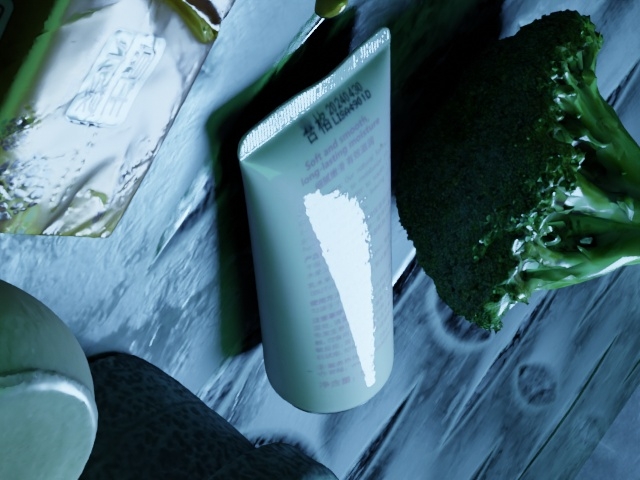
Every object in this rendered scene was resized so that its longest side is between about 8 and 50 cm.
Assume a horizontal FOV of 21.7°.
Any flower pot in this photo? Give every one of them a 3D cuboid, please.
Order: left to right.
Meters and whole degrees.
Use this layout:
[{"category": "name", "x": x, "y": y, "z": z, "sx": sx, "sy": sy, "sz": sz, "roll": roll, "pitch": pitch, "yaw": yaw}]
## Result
[{"category": "flower pot", "x": -0.116, "y": 0.274, "z": 1.319, "sx": 0.299, "sy": 0.283, "sz": 0.299, "roll": -44, "pitch": 154, "yaw": -28}]

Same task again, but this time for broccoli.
[{"category": "broccoli", "x": 0.210, "y": -0.059, "z": 1.559, "sx": 0.308, "sy": 0.275, "sz": 0.308, "roll": 8, "pitch": 90, "yaw": -78}]

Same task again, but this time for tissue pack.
[{"category": "tissue pack", "x": -0.147, "y": -0.117, "z": 0.982, "sx": 0.226, "sy": 0.092, "sz": 0.183, "roll": -59, "pitch": 158, "yaw": 13}]

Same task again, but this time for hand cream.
[{"category": "hand cream", "x": 0.000, "y": 0.000, "z": 1.430, "sx": 0.185, "sy": 0.118, "sz": 0.359, "roll": -38, "pitch": 144, "yaw": -31}]

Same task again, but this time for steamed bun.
[{"category": "steamed bun", "x": -0.255, "y": 0.107, "z": 0.995, "sx": 0.232, "sy": 0.145, "sz": 0.232, "roll": -30, "pitch": 150, "yaw": -20}]

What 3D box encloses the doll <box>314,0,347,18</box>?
[{"category": "doll", "x": 0.052, "y": -0.233, "z": 1.237, "sx": 0.179, "sy": 0.102, "sz": 0.089, "roll": -45, "pitch": -162, "yaw": -33}]
